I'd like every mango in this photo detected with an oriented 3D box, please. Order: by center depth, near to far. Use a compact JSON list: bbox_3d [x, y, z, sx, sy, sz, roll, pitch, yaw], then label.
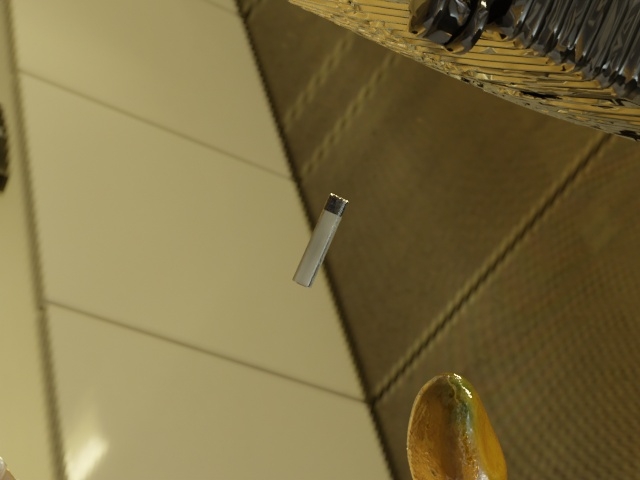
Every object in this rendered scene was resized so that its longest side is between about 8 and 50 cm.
[{"bbox_3d":[0.132,0.207,1.466,0.115,0.089,0.165,20,-49,68],"label":"mango"}]

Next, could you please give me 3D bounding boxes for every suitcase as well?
[{"bbox_3d":[0.108,-0.138,0.708,0.152,0.229,0.335,-66,-160,4],"label":"suitcase"}]

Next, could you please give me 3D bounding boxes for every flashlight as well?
[{"bbox_3d":[0.000,0.000,1.273,0.018,0.018,0.083,-44,158,-82],"label":"flashlight"}]

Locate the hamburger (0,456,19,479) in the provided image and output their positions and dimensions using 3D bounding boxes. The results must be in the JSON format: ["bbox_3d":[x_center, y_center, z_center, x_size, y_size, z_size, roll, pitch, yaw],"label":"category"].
[{"bbox_3d":[-0.251,0.214,0.873,0.295,0.227,0.151,93,19,-56],"label":"hamburger"}]
